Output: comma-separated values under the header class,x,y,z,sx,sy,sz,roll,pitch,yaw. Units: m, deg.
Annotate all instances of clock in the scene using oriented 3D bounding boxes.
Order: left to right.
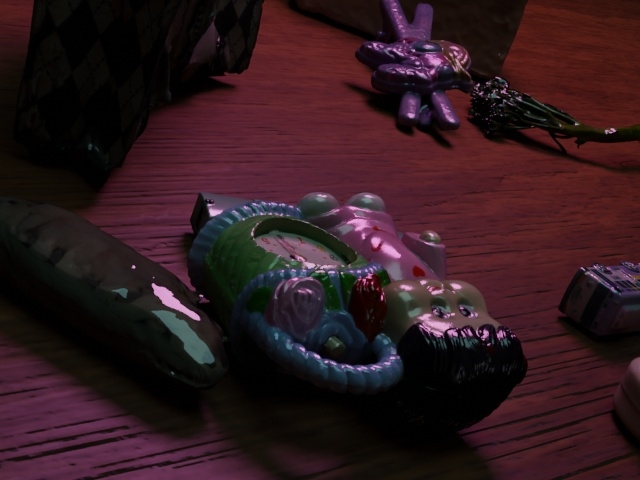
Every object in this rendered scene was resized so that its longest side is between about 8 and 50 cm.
class,x,y,z,sx,sy,sz,roll,pitch,yaw
clock,0.026,0.053,0.884,0.194,0.100,0.195,-3,31,-37

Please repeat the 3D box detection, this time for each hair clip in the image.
class,x,y,z,sx,sy,sz,roll,pitch,yaw
hair clip,0.104,-0.217,1.533,0.137,0.090,0.278,8,26,-11

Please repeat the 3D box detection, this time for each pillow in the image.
class,x,y,z,sx,sy,sz,roll,pitch,yaw
pillow,-0.149,0.023,0.847,0.241,0.051,0.093,28,24,18

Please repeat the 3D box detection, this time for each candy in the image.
class,x,y,z,sx,sy,sz,roll,pitch,yaw
candy,0.126,-0.356,1.737,0.321,0.179,0.135,22,22,-3

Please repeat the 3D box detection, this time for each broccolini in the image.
class,x,y,z,sx,sy,sz,roll,pitch,yaw
broccolini,0.299,-0.157,1.608,0.272,0.062,0.123,4,44,-24

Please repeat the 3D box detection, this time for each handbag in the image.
class,x,y,z,sx,sy,sz,roll,pitch,yaw
handbag,-0.139,-0.248,1.132,0.180,0.316,0.416,16,20,1

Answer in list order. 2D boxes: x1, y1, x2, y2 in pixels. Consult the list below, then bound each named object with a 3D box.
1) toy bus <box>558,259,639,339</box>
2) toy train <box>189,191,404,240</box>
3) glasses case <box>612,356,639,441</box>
class,x,y,z,sx,sy,sz,roll,pitch,yaw
toy bus,0.264,0.054,1.143,0.102,0.052,0.058,-1,32,-46
toy train,0.000,0.000,1.032,0.208,0.047,0.043,10,28,-23
glasses case,0.323,0.141,1.008,0.196,0.050,0.083,13,27,-22
